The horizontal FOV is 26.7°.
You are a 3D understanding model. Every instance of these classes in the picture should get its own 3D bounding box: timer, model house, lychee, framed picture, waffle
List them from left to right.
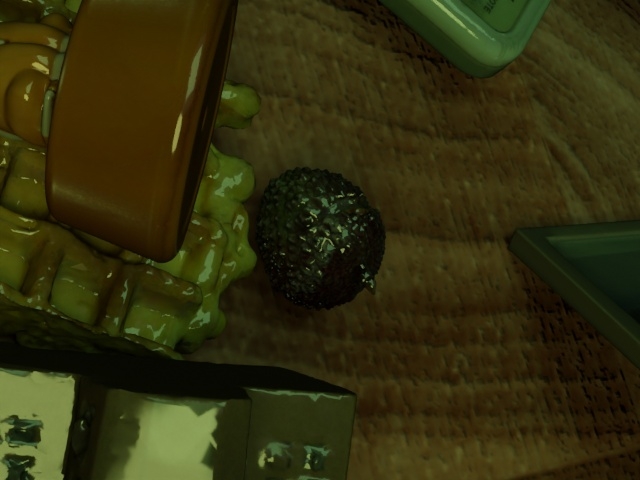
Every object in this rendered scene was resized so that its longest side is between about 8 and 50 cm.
[{"bbox_3d":[-0.123,-0.070,0.587,0.152,0.132,0.132,13,61,-2],"label":"timer"},{"bbox_3d":[-0.128,-0.056,0.671,0.229,0.057,0.219,22,60,-22],"label":"waffle"},{"bbox_3d":[-0.082,0.174,0.544,0.181,0.176,0.248,6,89,-14],"label":"model house"},{"bbox_3d":[0.000,0.000,0.714,0.067,0.068,0.083,-29,68,-17],"label":"lychee"},{"bbox_3d":[0.286,0.045,0.819,0.289,0.016,0.213,-4,34,-31],"label":"framed picture"}]

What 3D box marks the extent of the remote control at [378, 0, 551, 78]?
[{"bbox_3d":[0.002,-0.238,0.824,0.335,0.065,0.128,39,53,-10],"label":"remote control"}]
